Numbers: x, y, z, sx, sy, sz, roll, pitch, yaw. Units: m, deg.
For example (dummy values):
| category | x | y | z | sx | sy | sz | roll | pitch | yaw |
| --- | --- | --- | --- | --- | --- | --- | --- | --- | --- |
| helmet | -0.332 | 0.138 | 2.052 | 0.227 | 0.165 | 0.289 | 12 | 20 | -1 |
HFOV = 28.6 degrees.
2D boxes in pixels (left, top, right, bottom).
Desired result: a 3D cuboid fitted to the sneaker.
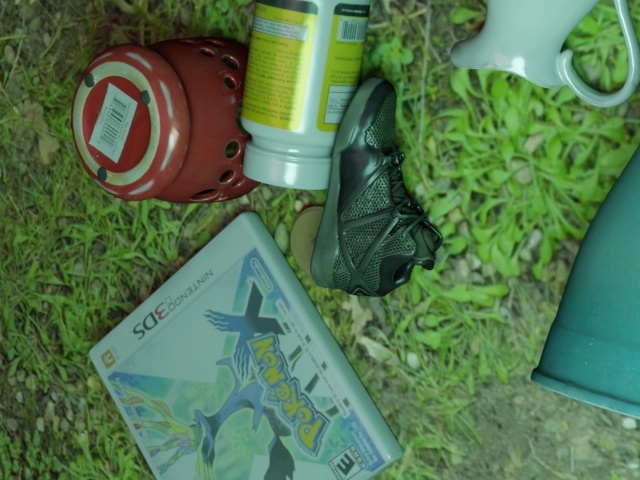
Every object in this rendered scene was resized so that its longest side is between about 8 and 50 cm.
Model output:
| category | x | y | z | sx | sy | sz | roll | pitch | yaw |
| --- | --- | --- | --- | --- | --- | --- | --- | --- | --- |
| sneaker | 0.073 | -0.048 | 1.282 | 0.130 | 0.087 | 0.227 | 15 | 100 | 25 |

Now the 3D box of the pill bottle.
| category | x | y | z | sx | sy | sz | roll | pitch | yaw |
| --- | --- | --- | --- | --- | --- | --- | --- | --- | --- |
| pill bottle | -0.020 | -0.165 | 1.311 | 0.119 | 0.119 | 0.208 | 18 | 106 | 34 |

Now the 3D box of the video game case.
| category | x | y | z | sx | sy | sz | roll | pitch | yaw |
| --- | --- | --- | --- | --- | --- | --- | --- | --- | --- |
| video game case | -0.099 | 0.184 | 1.450 | 0.300 | 0.036 | 0.329 | -41 | 72 | 27 |

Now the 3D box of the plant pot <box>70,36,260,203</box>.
| category | x | y | z | sx | sy | sz | roll | pitch | yaw |
| --- | --- | --- | --- | --- | --- | --- | --- | --- | --- |
| plant pot | -0.164 | -0.130 | 1.393 | 0.191 | 0.174 | 0.191 | 6 | 101 | 34 |

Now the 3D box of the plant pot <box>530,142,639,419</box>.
| category | x | y | z | sx | sy | sz | roll | pitch | yaw |
| --- | --- | --- | --- | --- | --- | --- | --- | --- | --- |
| plant pot | 0.330 | 0.022 | 0.995 | 0.272 | 0.272 | 0.255 | 14 | 91 | 35 |

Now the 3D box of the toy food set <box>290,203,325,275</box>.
| category | x | y | z | sx | sy | sz | roll | pitch | yaw |
| --- | --- | --- | --- | --- | --- | --- | --- | --- | --- |
| toy food set | 0.000 | 0.000 | 1.380 | 0.082 | 0.020 | 0.083 | 43 | 119 | 25 |

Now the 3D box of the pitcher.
| category | x | y | z | sx | sy | sz | roll | pitch | yaw |
| --- | --- | --- | --- | --- | --- | --- | --- | --- | --- |
| pitcher | 0.226 | -0.232 | 1.128 | 0.178 | 0.125 | 0.207 | 23 | 122 | 13 |
